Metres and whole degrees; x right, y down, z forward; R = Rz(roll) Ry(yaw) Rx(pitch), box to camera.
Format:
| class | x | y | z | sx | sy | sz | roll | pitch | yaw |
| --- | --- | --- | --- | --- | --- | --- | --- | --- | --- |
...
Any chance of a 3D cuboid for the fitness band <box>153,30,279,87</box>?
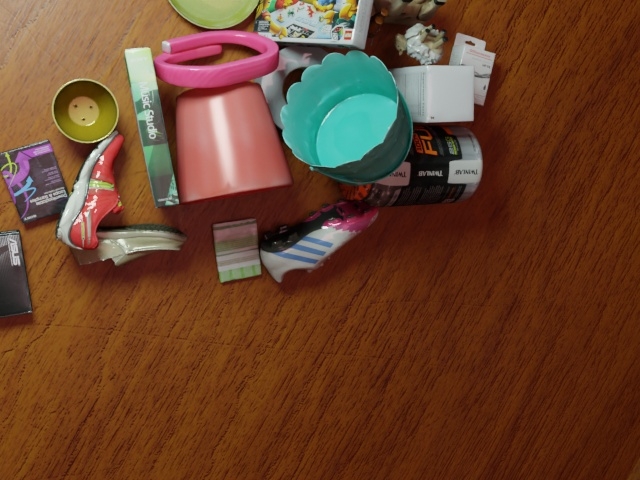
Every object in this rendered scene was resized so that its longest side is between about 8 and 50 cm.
| class | x | y | z | sx | sy | sz | roll | pitch | yaw |
| --- | --- | --- | --- | --- | --- | --- | --- | --- | --- |
| fitness band | -0.226 | -0.402 | 1.491 | 0.291 | 0.209 | 0.054 | -28 | 134 | -37 |

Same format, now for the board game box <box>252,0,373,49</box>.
| class | x | y | z | sx | sy | sz | roll | pitch | yaw |
| --- | --- | --- | --- | --- | --- | --- | --- | --- | --- |
| board game box | -0.017 | -0.537 | 1.527 | 0.053 | 0.305 | 0.193 | 2 | 100 | -52 |

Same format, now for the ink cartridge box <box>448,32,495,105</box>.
| class | x | y | z | sx | sy | sz | roll | pitch | yaw |
| --- | --- | --- | --- | --- | --- | --- | --- | --- | --- |
| ink cartridge box | 0.405 | -0.465 | 1.839 | 0.104 | 0.060 | 0.180 | 9 | 97 | -23 |

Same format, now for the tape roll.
| class | x | y | z | sx | sy | sz | roll | pitch | yaw |
| --- | --- | --- | --- | --- | --- | --- | --- | --- | --- |
| tape roll | -0.051 | -0.368 | 1.665 | 0.219 | 0.072 | 0.219 | -5 | 103 | -22 |

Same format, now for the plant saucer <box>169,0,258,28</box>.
| class | x | y | z | sx | sy | sz | roll | pitch | yaw |
| --- | --- | --- | --- | --- | --- | --- | --- | --- | --- |
| plant saucer | -0.250 | -0.608 | 1.554 | 0.241 | 0.037 | 0.240 | -4 | 102 | -21 |

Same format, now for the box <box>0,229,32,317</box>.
| class | x | y | z | sx | sy | sz | roll | pitch | yaw |
| --- | --- | --- | --- | --- | --- | --- | --- | --- | --- |
| box | -0.742 | 0.081 | 1.484 | 0.184 | 0.045 | 0.190 | -7 | 104 | -19 |

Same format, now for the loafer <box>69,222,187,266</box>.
| class | x | y | z | sx | sy | sz | roll | pitch | yaw |
| --- | --- | --- | --- | --- | --- | --- | --- | --- | --- |
| loafer | -0.445 | 0.013 | 1.569 | 0.269 | 0.102 | 0.092 | 0 | 102 | -13 |

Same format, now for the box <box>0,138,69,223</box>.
| class | x | y | z | sx | sy | sz | roll | pitch | yaw |
| --- | --- | --- | --- | --- | --- | --- | --- | --- | --- |
| box | -0.629 | -0.129 | 1.497 | 0.116 | 0.029 | 0.162 | -21 | 109 | -17 |

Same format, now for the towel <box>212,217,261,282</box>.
| class | x | y | z | sx | sy | sz | roll | pitch | yaw |
| --- | --- | --- | --- | --- | --- | --- | --- | --- | --- |
| towel | -0.210 | 0.023 | 1.708 | 0.113 | 0.023 | 0.152 | -9 | 106 | -18 |

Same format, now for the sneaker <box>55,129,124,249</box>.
| class | x | y | z | sx | sy | sz | roll | pitch | yaw |
| --- | --- | --- | --- | --- | --- | --- | --- | --- | --- |
| sneaker | -0.485 | -0.107 | 1.497 | 0.118 | 0.107 | 0.279 | 25 | 73 | -23 |

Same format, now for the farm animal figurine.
| class | x | y | z | sx | sy | sz | roll | pitch | yaw |
| --- | --- | --- | --- | --- | --- | --- | --- | --- | --- |
| farm animal figurine | 0.147 | -0.595 | 1.636 | 0.327 | 0.172 | 0.330 | 12 | 70 | -23 |

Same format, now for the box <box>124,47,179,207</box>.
| class | x | y | z | sx | sy | sz | roll | pitch | yaw |
| --- | --- | --- | --- | --- | --- | --- | --- | --- | --- |
| box | -0.367 | -0.246 | 1.469 | 0.059 | 0.232 | 0.322 | -13 | 105 | -13 |

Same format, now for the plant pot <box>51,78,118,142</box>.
| class | x | y | z | sx | sy | sz | roll | pitch | yaw |
| --- | --- | --- | --- | --- | --- | --- | --- | --- | --- |
| plant pot | -0.514 | -0.282 | 1.477 | 0.134 | 0.095 | 0.134 | -5 | 103 | -22 |

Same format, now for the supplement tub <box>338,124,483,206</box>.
| class | x | y | z | sx | sy | sz | roll | pitch | yaw |
| --- | --- | --- | --- | --- | --- | --- | --- | --- | --- |
| supplement tub | 0.224 | -0.192 | 1.740 | 0.338 | 0.207 | 0.207 | -5 | 102 | -22 |

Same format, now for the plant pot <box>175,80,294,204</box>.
| class | x | y | z | sx | sy | sz | roll | pitch | yaw |
| --- | --- | --- | --- | --- | --- | --- | --- | --- | --- |
| plant pot | -0.209 | -0.220 | 1.538 | 0.275 | 0.275 | 0.243 | -11 | 94 | -20 |

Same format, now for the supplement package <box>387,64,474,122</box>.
| class | x | y | z | sx | sy | sz | roll | pitch | yaw |
| --- | --- | --- | --- | --- | --- | --- | --- | --- | --- |
| supplement package | 0.262 | -0.365 | 1.700 | 0.134 | 0.244 | 0.139 | -6 | 103 | -21 |

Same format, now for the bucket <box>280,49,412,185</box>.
| class | x | y | z | sx | sy | sz | roll | pitch | yaw |
| --- | --- | --- | --- | --- | --- | --- | --- | --- | --- |
| bucket | 0.069 | -0.262 | 1.532 | 0.281 | 0.281 | 0.183 | -61 | 155 | -2 |

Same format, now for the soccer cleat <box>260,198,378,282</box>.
| class | x | y | z | sx | sy | sz | roll | pitch | yaw |
| --- | --- | --- | --- | --- | --- | --- | --- | --- | --- |
| soccer cleat | 0.000 | 0.000 | 1.751 | 0.331 | 0.116 | 0.143 | -21 | 125 | -16 |
